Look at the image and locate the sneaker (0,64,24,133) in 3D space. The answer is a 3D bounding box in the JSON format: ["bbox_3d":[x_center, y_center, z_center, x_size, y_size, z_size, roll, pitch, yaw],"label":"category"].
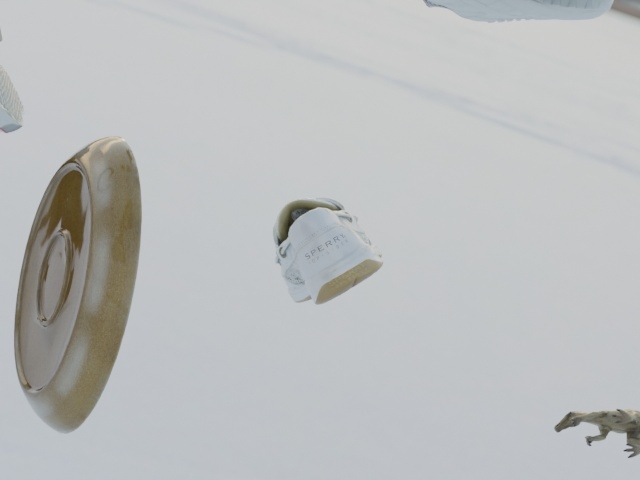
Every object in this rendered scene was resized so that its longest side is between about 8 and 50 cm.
[{"bbox_3d":[-0.226,-0.081,1.033,0.070,0.051,0.134,-23,6,-5],"label":"sneaker"}]

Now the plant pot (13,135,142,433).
[{"bbox_3d":[-0.196,0.031,1.285,0.032,0.236,0.236,12,12,-24],"label":"plant pot"}]

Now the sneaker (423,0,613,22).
[{"bbox_3d":[0.229,-0.296,1.944,0.235,0.090,0.095,14,-30,15],"label":"sneaker"}]

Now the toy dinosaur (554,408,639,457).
[{"bbox_3d":[0.347,0.203,1.831,0.183,0.053,0.092,4,10,18],"label":"toy dinosaur"}]

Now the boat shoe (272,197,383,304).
[{"bbox_3d":[0.000,0.000,1.604,0.096,0.098,0.277,59,-6,-2],"label":"boat shoe"}]

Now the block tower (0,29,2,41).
[{"bbox_3d":[-0.505,-0.173,1.755,0.091,0.335,0.097,53,-14,10],"label":"block tower"}]
